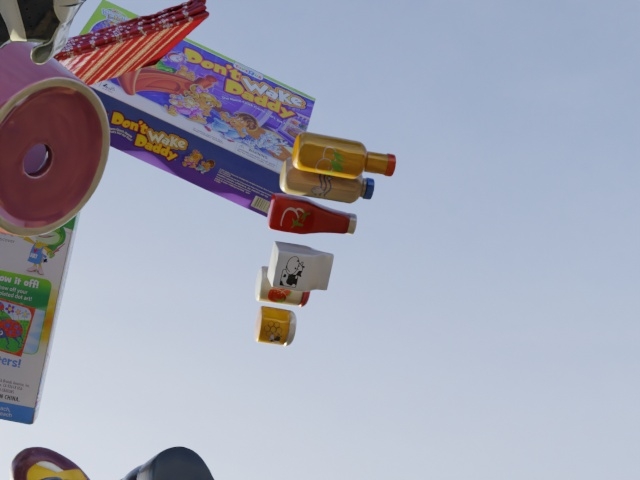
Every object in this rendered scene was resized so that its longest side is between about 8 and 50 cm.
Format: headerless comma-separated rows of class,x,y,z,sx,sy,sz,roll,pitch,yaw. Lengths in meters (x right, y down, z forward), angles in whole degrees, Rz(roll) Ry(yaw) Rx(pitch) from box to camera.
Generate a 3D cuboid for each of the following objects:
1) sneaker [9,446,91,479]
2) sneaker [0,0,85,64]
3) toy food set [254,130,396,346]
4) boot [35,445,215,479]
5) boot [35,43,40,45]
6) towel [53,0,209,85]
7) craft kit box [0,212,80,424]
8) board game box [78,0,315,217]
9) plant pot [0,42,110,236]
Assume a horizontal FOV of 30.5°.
sneaker,-0.232,0.275,1.159,0.185,0.069,0.084,49,-26,-3
sneaker,-0.233,-0.188,0.693,0.235,0.094,0.153,26,-52,2
toy food set,0.000,0.000,1.248,0.104,0.111,0.232,9,-77,-12
boot,-0.164,0.313,1.020,0.091,0.263,0.229,5,-26,-45
boot,-0.505,-0.214,1.650,0.123,0.258,0.095,41,-20,-20
towel,-0.276,-0.208,1.357,0.275,0.031,0.199,-24,1,-30
craft kit box,-0.371,0.032,1.125,0.250,0.246,0.061,12,2,-7
board game box,-0.192,-0.190,1.659,0.347,0.233,0.078,24,-55,-9
plant pot,-0.274,-0.092,0.934,0.180,0.201,0.201,23,-22,32
